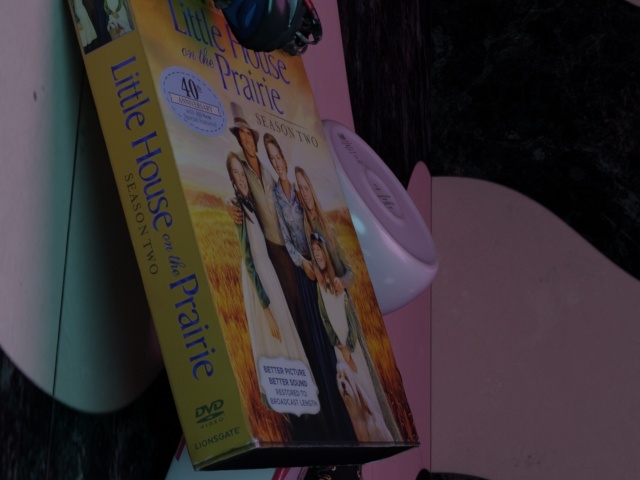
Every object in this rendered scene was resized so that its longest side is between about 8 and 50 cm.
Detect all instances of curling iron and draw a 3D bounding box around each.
[{"bbox_3d":[-0.063,-0.277,1.288,0.068,0.035,0.274,-78,146,-53],"label":"curling iron"}]

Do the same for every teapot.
[{"bbox_3d":[0.000,0.000,1.676,0.256,0.187,0.252,42,19,-37],"label":"teapot"}]

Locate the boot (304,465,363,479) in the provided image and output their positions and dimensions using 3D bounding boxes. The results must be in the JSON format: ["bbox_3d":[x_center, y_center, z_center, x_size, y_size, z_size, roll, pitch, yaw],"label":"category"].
[{"bbox_3d":[0.000,0.277,1.821,0.178,0.085,0.236,-11,96,-75],"label":"boot"}]

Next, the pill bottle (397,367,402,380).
[{"bbox_3d":[0.015,0.163,1.726,0.219,0.123,0.122,24,63,-63],"label":"pill bottle"}]

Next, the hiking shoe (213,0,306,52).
[{"bbox_3d":[-0.122,-0.277,1.159,0.132,0.113,0.304,-29,95,-31],"label":"hiking shoe"}]

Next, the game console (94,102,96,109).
[{"bbox_3d":[-0.144,-0.152,1.250,0.122,0.071,0.107,-74,166,-58],"label":"game console"}]

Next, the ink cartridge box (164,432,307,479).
[{"bbox_3d":[-0.060,0.183,1.382,0.237,0.100,0.172,-38,151,-76],"label":"ink cartridge box"}]

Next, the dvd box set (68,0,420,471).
[{"bbox_3d":[-0.058,-0.020,1.217,0.307,0.062,0.420,17,54,-62],"label":"dvd box set"}]
